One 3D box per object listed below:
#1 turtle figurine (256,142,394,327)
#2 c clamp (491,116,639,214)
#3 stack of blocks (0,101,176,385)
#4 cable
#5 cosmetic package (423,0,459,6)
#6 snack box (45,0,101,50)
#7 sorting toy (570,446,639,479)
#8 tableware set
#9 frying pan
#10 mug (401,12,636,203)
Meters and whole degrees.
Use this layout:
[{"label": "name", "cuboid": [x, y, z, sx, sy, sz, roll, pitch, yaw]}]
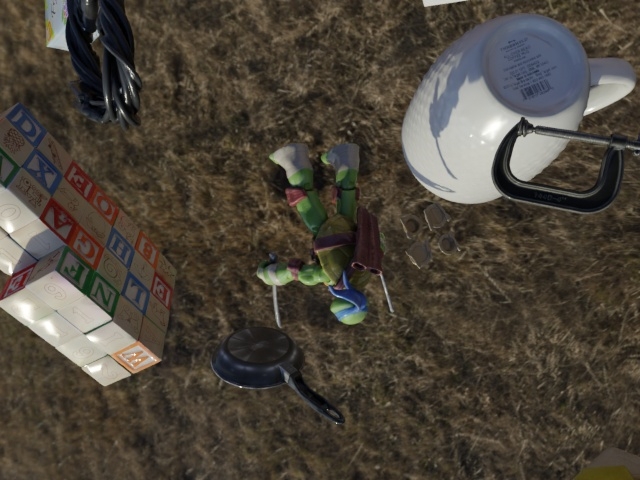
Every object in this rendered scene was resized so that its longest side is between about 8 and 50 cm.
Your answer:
[{"label": "turtle figurine", "cuboid": [0.000, 0.000, 0.837, 0.197, 0.274, 0.267, -10, 81, 7]}, {"label": "c clamp", "cuboid": [0.280, -0.100, 0.613, 0.160, 0.022, 0.137, 7, 92, 14]}, {"label": "stack of blocks", "cuboid": [-0.302, 0.012, 0.637, 0.087, 0.297, 0.171, -25, 36, 12]}, {"label": "cable", "cuboid": [-0.205, -0.186, 0.520, 0.184, 0.047, 0.151, 31, 119, 50]}, {"label": "cosmetic package", "cuboid": [0.400, -0.708, 1.506, 0.239, 0.098, 0.061, 22, 141, 52]}, {"label": "snack box", "cuboid": [-0.427, -0.458, 0.944, 0.174, 0.070, 0.207, -1, 89, 50]}, {"label": "sorting toy", "cuboid": [0.180, 0.214, 0.349, 0.038, 0.193, 0.208, 55, 168, 3]}, {"label": "tableware set", "cuboid": [0.280, -0.016, 1.390, 0.141, 0.168, 0.020, 67, 157, 4]}, {"label": "frying pan", "cuboid": [-0.104, 0.262, 1.078, 0.326, 0.197, 0.053, -137, 46, -57]}, {"label": "mug", "cuboid": [0.352, -0.240, 0.951, 0.373, 0.328, 0.277, -10, 82, -3]}]
